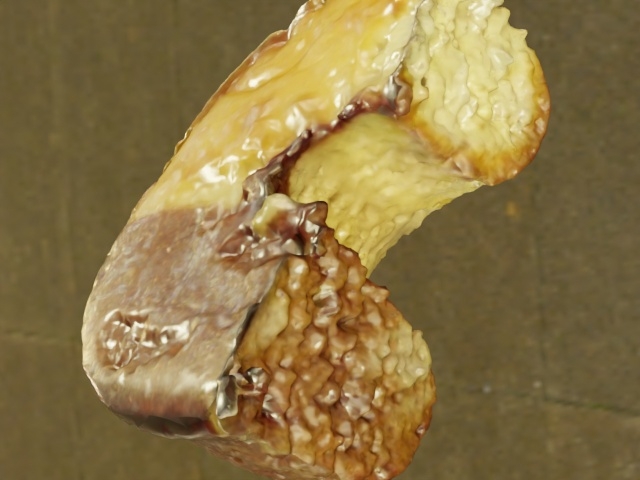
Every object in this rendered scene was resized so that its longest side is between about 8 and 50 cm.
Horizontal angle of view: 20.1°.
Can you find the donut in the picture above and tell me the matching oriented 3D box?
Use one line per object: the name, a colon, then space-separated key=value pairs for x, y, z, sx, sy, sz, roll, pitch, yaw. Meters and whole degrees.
donut: x=0.000 y=-0.002 z=0.652 sx=0.141 sy=0.085 sz=0.217 roll=-11 pitch=45 yaw=51
